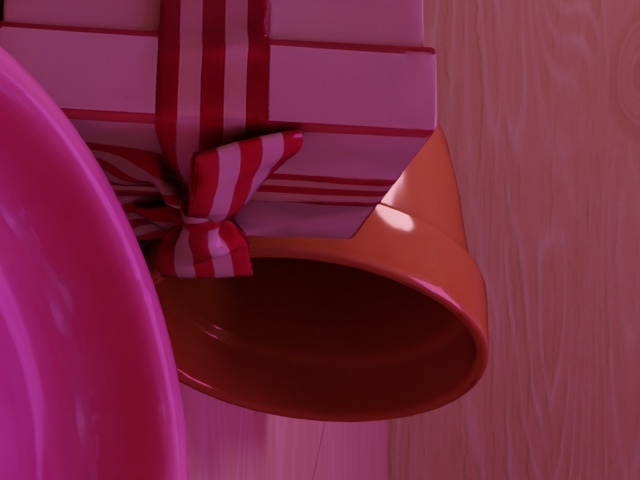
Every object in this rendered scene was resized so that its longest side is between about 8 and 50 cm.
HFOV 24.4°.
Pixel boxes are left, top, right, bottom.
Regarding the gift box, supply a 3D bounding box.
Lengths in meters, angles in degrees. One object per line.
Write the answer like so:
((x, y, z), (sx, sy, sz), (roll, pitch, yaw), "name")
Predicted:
((-0.089, -0.119, 0.854), (0.255, 0.276, 0.258), (108, -19, -75), "gift box")

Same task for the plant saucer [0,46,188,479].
((-0.169, 0.068, 0.593), (0.332, 0.084, 0.332), (47, 35, -49), "plant saucer")

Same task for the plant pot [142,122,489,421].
((0.000, 0.000, 1.222), (0.291, 0.290, 0.204), (76, 18, -57), "plant pot")

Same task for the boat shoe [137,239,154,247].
((-0.141, -0.016, 1.101), (0.152, 0.056, 0.049), (-69, 152, -67), "boat shoe")
